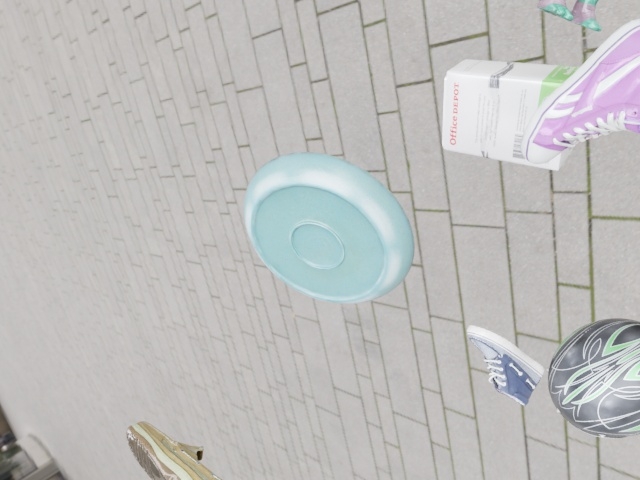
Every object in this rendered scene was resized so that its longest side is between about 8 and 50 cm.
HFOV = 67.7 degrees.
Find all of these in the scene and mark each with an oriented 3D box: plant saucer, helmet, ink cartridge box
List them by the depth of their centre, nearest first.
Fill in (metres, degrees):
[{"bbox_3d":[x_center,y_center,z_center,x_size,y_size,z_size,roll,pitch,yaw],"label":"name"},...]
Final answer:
[{"bbox_3d":[0.412,0.191,0.670,0.169,0.162,0.169,-4,85,56],"label":"helmet"},{"bbox_3d":[0.000,0.000,0.822,0.318,0.043,0.317,15,133,17],"label":"plant saucer"},{"bbox_3d":[0.429,-0.291,1.084,0.273,0.115,0.198,20,134,33],"label":"ink cartridge box"}]

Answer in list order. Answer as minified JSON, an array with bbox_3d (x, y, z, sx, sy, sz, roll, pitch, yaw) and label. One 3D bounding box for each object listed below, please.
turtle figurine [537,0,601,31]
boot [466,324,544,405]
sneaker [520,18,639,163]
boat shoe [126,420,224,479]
[{"bbox_3d":[0.404,-0.422,0.653,0.118,0.175,0.234,-100,26,-54],"label":"turtle figurine"},{"bbox_3d":[0.354,0.247,0.940,0.190,0.086,0.069,33,166,-10],"label":"boot"},{"bbox_3d":[0.463,-0.199,0.794,0.282,0.102,0.161,120,140,-48],"label":"sneaker"},{"bbox_3d":[-0.200,0.325,0.694,0.190,0.072,0.068,38,132,18],"label":"boat shoe"}]
